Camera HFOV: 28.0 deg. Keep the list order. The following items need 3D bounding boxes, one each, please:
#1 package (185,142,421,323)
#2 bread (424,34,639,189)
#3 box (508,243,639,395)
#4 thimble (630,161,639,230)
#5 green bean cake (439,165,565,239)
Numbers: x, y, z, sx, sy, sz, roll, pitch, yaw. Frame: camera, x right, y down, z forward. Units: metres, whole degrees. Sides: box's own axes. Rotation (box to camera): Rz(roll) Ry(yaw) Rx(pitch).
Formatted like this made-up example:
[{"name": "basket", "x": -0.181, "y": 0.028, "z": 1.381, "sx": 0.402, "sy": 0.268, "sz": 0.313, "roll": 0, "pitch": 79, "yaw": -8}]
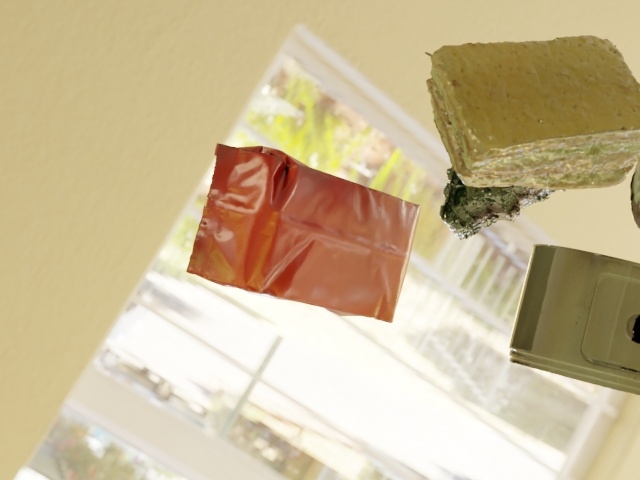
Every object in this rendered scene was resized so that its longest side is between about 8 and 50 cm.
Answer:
[{"name": "package", "x": -0.001, "y": 0.000, "z": 1.795, "sx": 0.123, "sy": 0.196, "sz": 0.424, "roll": 13, "pitch": 176, "yaw": 41}, {"name": "bread", "x": 0.199, "y": -0.118, "z": 1.202, "sx": 0.196, "sy": 0.138, "sz": 0.102, "roll": -6, "pitch": 143, "yaw": -17}, {"name": "box", "x": 0.354, "y": 0.103, "z": 1.574, "sx": 0.226, "sy": 0.149, "sz": 0.226, "roll": 14, "pitch": 177, "yaw": 1}, {"name": "thimble", "x": 0.547, "y": -0.080, "z": 1.775, "sx": 0.237, "sy": 0.237, "sz": 0.150, "roll": 31, "pitch": 153, "yaw": 0}, {"name": "green bean cake", "x": 0.318, "y": -0.100, "z": 2.173, "sx": 0.208, "sy": 0.193, "sz": 0.107, "roll": 3, "pitch": 154, "yaw": 28}]
